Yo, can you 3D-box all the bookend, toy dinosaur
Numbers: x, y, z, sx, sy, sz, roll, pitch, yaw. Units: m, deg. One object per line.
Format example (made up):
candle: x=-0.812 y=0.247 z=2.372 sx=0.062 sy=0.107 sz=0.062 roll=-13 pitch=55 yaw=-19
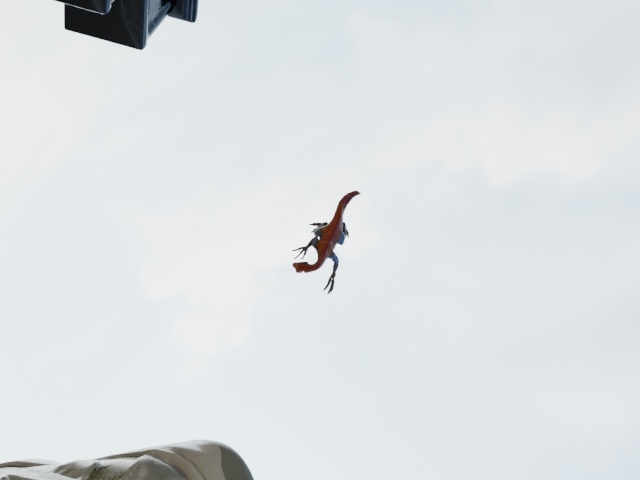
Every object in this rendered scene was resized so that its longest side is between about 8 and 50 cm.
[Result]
bookend: x=-0.138 y=-0.185 z=1.081 sx=0.072 sy=0.156 sz=0.157 roll=16 pitch=-141 yaw=10
toy dinosaur: x=0.000 y=0.000 z=1.500 sx=0.082 sy=0.047 sz=0.090 roll=-64 pitch=170 yaw=-73

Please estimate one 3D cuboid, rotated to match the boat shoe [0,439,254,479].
boat shoe: x=-0.156 y=0.162 z=0.785 sx=0.320 sy=0.103 sz=0.118 roll=-19 pitch=-105 yaw=46
